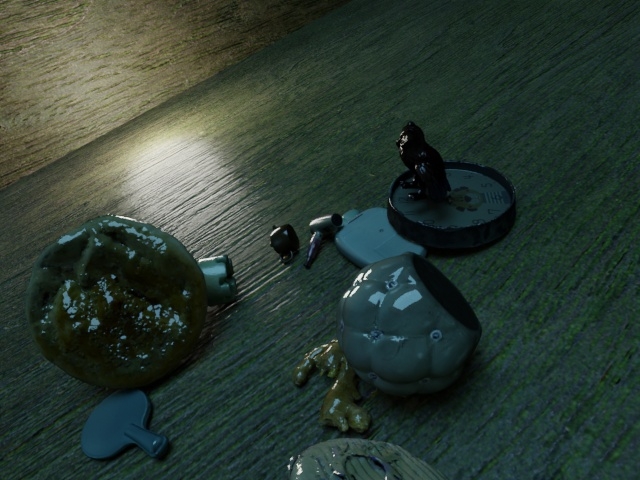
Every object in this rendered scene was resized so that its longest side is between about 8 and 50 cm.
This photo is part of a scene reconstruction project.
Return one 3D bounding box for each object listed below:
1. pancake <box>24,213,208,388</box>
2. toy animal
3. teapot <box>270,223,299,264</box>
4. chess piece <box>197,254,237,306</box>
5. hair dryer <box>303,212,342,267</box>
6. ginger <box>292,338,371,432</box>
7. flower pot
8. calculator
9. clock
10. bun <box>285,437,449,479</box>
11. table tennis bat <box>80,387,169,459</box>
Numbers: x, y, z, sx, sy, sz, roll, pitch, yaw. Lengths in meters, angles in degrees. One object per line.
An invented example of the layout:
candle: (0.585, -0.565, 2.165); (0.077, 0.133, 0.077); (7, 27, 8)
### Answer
pancake: (-0.436, 0.134, 0.979); (0.387, 0.387, 0.082); (-29, 4, -10)
toy animal: (0.240, -0.189, 1.044); (0.116, 0.179, 0.218); (-10, 37, 0)
teapot: (-0.101, 0.008, 1.207); (0.068, 0.076, 0.121); (-21, 67, 16)
chess piece: (-0.365, 0.121, 1.116); (0.299, 0.194, 0.194); (-11, 38, -2)
hair dryer: (-0.004, 0.003, 1.175); (0.106, 0.054, 0.154); (-14, 49, 61)
ginger: (0.025, 0.262, 0.855); (0.193, 0.052, 0.176); (6, 51, 31)
flower pot: (0.146, 0.147, 0.791); (0.195, 0.246, 0.246); (-44, 32, 23)
calculator: (0.138, -0.009, 1.135); (0.184, 0.042, 0.295); (-34, 40, -16)
clock: (0.318, -0.099, 1.112); (0.313, 0.061, 0.312); (-6, 38, 5)
bun: (0.069, 0.379, 0.591); (0.273, 0.168, 0.273); (9, 10, -2)
table tennis bat: (-0.394, 0.381, 0.920); (0.244, 0.040, 0.153); (6, 46, 35)
